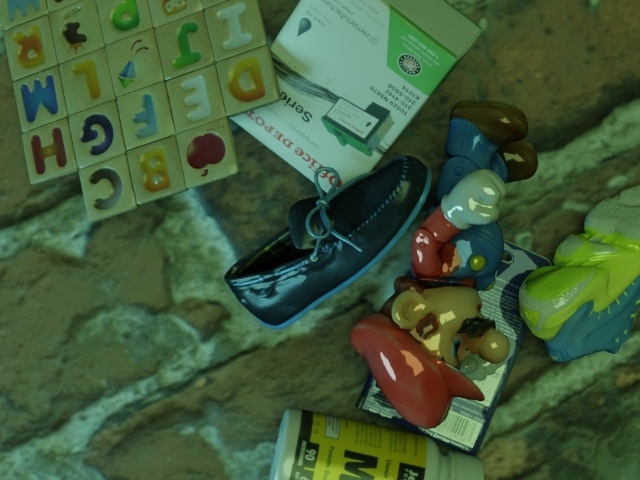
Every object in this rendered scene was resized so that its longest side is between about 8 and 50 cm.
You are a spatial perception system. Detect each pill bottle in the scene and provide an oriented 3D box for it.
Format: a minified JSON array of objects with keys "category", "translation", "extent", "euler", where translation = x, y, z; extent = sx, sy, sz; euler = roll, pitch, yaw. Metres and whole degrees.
[{"category":"pill bottle","translation":[0.054,0.249,1.404],"extent":[0.208,0.119,0.119],"euler":[12,87,-3]}]

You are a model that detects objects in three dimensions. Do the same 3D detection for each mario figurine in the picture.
[{"category":"mario figurine","translation":[0.157,0.035,1.348],"extent":[0.198,0.170,0.320],"euler":[28,72,-31]}]

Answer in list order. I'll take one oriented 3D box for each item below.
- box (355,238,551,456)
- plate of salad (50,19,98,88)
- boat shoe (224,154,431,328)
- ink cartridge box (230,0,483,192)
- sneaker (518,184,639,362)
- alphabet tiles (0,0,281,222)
[{"category":"box","translation":[0.144,0.100,1.456],"extent":[0.136,0.036,0.225],"euler":[24,86,-2]},{"category":"plate of salad","translation":[-0.183,-0.206,1.445],"extent":[0.199,0.048,0.200],"euler":[0,78,0]},{"category":"boat shoe","translation":[0.000,0.000,1.362],"extent":[0.089,0.109,0.258],"euler":[37,118,-19]},{"category":"ink cartridge box","translation":[0.030,-0.167,1.372],"extent":[0.160,0.092,0.219],"euler":[37,128,0]},{"category":"sneaker","translation":[0.308,0.040,1.457],"extent":[0.240,0.091,0.126],"euler":[-34,127,-19]},{"category":"alphabet tiles","translation":[-0.192,-0.204,1.391],"extent":[0.285,0.011,0.343],"euler":[-16,78,18]}]
